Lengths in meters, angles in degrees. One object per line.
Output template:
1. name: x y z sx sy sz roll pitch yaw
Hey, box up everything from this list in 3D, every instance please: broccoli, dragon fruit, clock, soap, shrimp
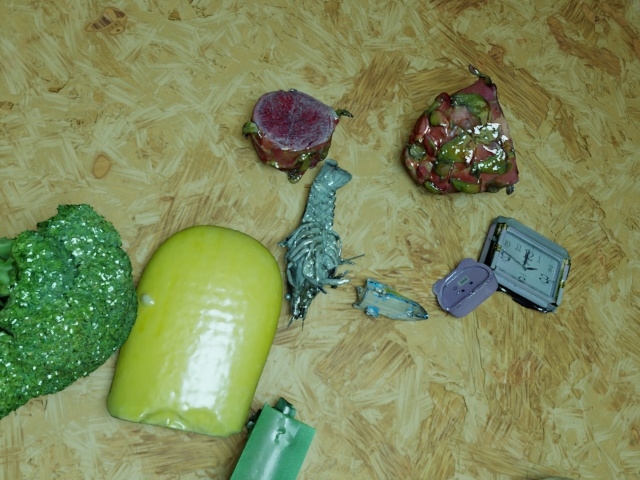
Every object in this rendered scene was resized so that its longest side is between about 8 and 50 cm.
1. broccoli: -0.473 0.101 0.751 0.322 0.309 0.413 -12 45 11
2. dragon fruit: -0.062 -0.261 1.100 0.283 0.147 0.210 -14 69 -22
3. clock: 0.551 0.066 1.191 0.253 0.083 0.186 29 68 -6
4. clock: 0.367 0.120 1.109 0.153 0.110 0.050 -42 123 7
5. soap: -0.246 0.172 0.920 0.307 0.115 0.426 16 70 -5
6. shrimp: -0.003 0.004 1.025 0.222 0.166 0.410 24 53 -28
7. dragon fruit: 0.344 -0.248 1.156 0.263 0.296 0.313 -17 80 15

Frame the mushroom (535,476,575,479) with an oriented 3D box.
1. mushroom: 0.519 0.662 0.869 0.315 0.336 0.313 2 79 -9

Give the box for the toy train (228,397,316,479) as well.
1. toy train: -0.118 0.451 0.825 0.120 0.202 0.300 27 69 -2

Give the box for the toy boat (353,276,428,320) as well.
1. toy boat: 0.181 0.161 1.073 0.211 0.066 0.084 21 102 -18
